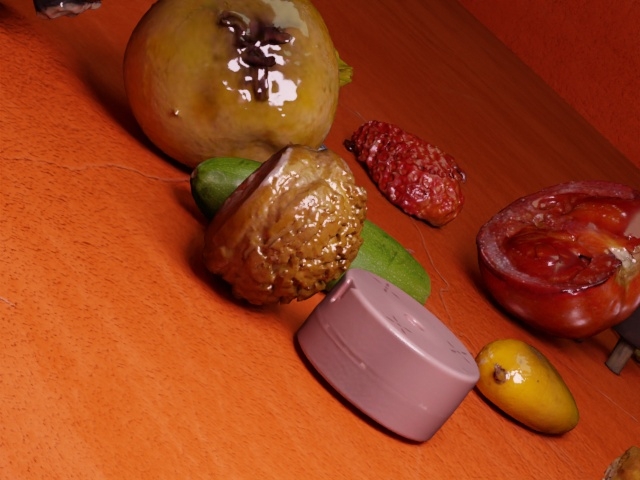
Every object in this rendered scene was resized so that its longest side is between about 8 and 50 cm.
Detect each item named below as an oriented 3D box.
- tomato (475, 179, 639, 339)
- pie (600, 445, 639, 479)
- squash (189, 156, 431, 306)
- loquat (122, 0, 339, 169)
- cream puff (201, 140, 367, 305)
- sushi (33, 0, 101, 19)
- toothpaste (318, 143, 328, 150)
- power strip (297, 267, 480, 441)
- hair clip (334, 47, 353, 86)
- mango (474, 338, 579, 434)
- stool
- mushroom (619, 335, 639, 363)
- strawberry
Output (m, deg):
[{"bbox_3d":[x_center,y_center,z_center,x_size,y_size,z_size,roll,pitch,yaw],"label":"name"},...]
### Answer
[{"bbox_3d":[0.297,0.037,2.174,0.233,0.139,0.200,-29,40,-30],"label":"tomato"},{"bbox_3d":[0.354,0.300,1.654,0.308,0.085,0.308,40,11,-10],"label":"pie"},{"bbox_3d":[0.001,0.000,1.730,0.292,0.082,0.082,30,17,-32],"label":"squash"},{"bbox_3d":[-0.085,-0.165,1.770,0.213,0.213,0.213,35,15,-11],"label":"loquat"},{"bbox_3d":[-0.025,-0.009,1.556,0.115,0.150,0.165,44,13,-11],"label":"cream puff"},{"bbox_3d":[-0.210,-0.244,1.718,0.264,0.290,0.050,-43,117,-77],"label":"sushi"},{"bbox_3d":[-0.064,-0.139,2.054,0.099,0.061,0.392,27,15,-37],"label":"toothpaste"},{"bbox_3d":[0.060,0.099,1.574,0.154,0.078,0.154,37,11,-9],"label":"power strip"},{"bbox_3d":[-0.011,-0.252,2.548,0.173,0.046,0.072,13,38,-57],"label":"hair clip"},{"bbox_3d":[0.213,0.149,1.835,0.187,0.066,0.101,34,13,-50],"label":"mango"},{"bbox_3d":[0.407,0.107,2.304,0.217,0.121,0.125,30,15,-22],"label":"stool"},{"bbox_3d":[0.388,0.096,2.504,0.286,0.028,0.026,-114,-169,-60],"label":"mushroom"},{"bbox_3d":[0.110,-0.096,2.299,0.121,0.082,0.188,14,30,-52],"label":"strawberry"}]
